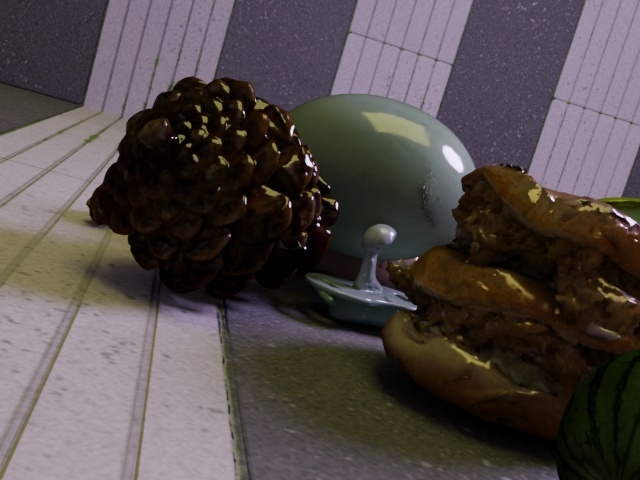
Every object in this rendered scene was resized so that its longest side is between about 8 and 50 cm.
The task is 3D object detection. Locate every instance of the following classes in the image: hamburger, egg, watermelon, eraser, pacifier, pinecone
[{"bbox_3d":[0.188,0.055,0.756,0.260,0.211,0.245,25,4,17],"label":"hamburger"},{"bbox_3d":[0.058,-0.079,1.014,0.282,0.203,0.203,18,9,17],"label":"egg"},{"bbox_3d":[0.246,0.138,0.548,0.187,0.141,0.140,-9,24,-38],"label":"watermelon"},{"bbox_3d":[0.000,0.000,1.163,0.290,0.087,0.171,19,7,11],"label":"eraser"},{"bbox_3d":[0.056,0.037,0.927,0.150,0.117,0.127,12,5,-20],"label":"pacifier"},{"bbox_3d":[-0.103,-0.043,0.840,0.224,0.224,0.272,21,-13,26],"label":"pinecone"}]

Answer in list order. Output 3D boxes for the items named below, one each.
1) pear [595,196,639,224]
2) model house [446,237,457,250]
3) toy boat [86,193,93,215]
[{"bbox_3d":[0.365,0.033,1.120,0.288,0.139,0.239,-21,-17,6],"label":"pear"},{"bbox_3d":[0.207,0.000,1.391,0.106,0.165,0.152,36,14,10],"label":"model house"},{"bbox_3d":[-0.251,-0.042,1.066,0.049,0.047,0.149,21,9,25],"label":"toy boat"}]
